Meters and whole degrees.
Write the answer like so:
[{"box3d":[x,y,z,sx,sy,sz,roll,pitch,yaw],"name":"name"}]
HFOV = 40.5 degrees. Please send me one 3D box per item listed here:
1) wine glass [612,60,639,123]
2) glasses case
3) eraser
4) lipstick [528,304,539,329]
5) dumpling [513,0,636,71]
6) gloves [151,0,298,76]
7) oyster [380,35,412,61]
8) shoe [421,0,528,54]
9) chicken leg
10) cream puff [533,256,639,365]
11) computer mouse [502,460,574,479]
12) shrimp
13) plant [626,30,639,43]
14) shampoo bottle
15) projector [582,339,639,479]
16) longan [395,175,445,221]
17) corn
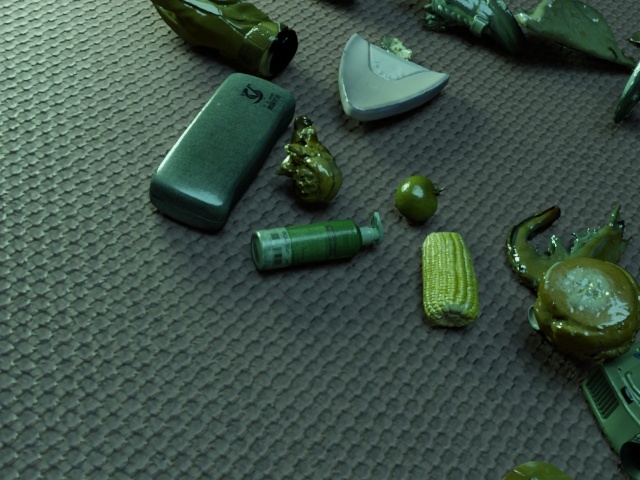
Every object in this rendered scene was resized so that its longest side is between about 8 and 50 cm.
[{"box3d":[0.774,-0.223,1.599,0.406,0.267,0.267,32,49,21],"name":"wine glass"},{"box3d":[-0.152,-0.151,1.398,0.131,0.074,0.323,23,47,5],"name":"glasses case"},{"box3d":[0.104,-0.280,1.589,0.204,0.059,0.243,28,45,10],"name":"eraser"},{"box3d":[0.388,0.106,1.334,0.141,0.040,0.040,-9,52,-21],"name":"lipstick"},{"box3d":[0.520,-0.452,1.786,0.332,0.086,0.166,13,39,-33],"name":"dumpling"},{"box3d":[-0.197,-0.422,1.586,0.331,0.141,0.154,36,75,5],"name":"gloves"},{"box3d":[0.150,-0.373,1.712,0.054,0.019,0.083,-14,52,-27],"name":"oyster"},{"box3d":[0.287,-0.469,1.791,0.149,0.109,0.293,-39,83,4],"name":"shoe"},{"box3d":[-0.025,-0.139,1.416,0.101,0.085,0.207,11,37,-23],"name":"chicken leg"},{"box3d":[0.382,0.102,1.238,0.150,0.115,0.165,-12,50,7],"name":"cream puff"},{"box3d":[0.314,0.361,1.085,0.102,0.045,0.199,-23,59,-33],"name":"computer mouse"},{"box3d":[0.403,0.003,1.425,0.173,0.058,0.253,28,49,22],"name":"shrimp"},{"box3d":[0.823,-0.452,1.847,0.178,0.204,0.234,-35,72,-34],"name":"plant"},{"box3d":[0.000,0.000,1.310,0.204,0.065,0.065,-8,52,-21],"name":"shampoo bottle"},{"box3d":[0.497,0.262,1.191,0.193,0.088,0.269,-19,56,-32],"name":"projector"},{"box3d":[0.163,-0.069,1.406,0.083,0.075,0.075,-16,50,8],"name":"longan"},{"box3d":[0.193,0.056,1.314,0.085,0.063,0.165,-10,46,9],"name":"corn"}]
